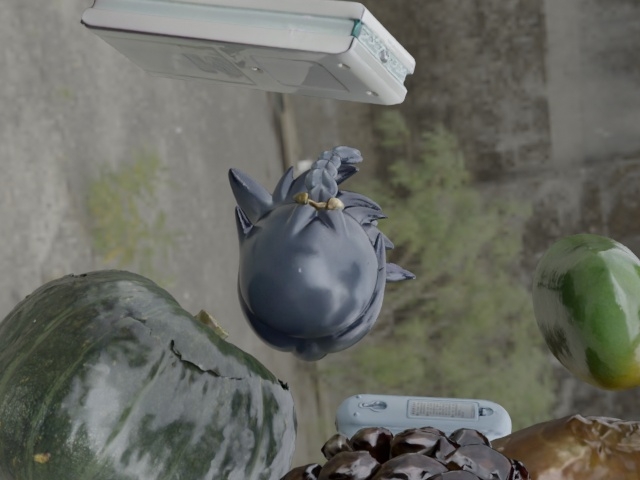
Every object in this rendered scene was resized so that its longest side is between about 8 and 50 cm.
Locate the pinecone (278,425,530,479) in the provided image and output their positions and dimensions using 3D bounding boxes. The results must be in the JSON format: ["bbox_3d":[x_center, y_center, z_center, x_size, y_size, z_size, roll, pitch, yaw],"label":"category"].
[{"bbox_3d":[0.076,0.291,1.106,0.242,0.298,0.296,42,22,-56],"label":"pinecone"}]

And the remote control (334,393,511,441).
[{"bbox_3d":[0.141,0.249,1.889,0.087,0.244,0.047,-80,171,-58],"label":"remote control"}]

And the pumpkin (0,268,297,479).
[{"bbox_3d":[-0.186,0.181,1.393,0.327,0.257,0.291,39,-9,-30],"label":"pumpkin"}]

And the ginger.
[{"bbox_3d":[0.250,0.262,1.372,0.172,0.321,0.165,89,-15,-49],"label":"ginger"}]

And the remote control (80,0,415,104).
[{"bbox_3d":[-0.064,-0.171,1.159,0.103,0.277,0.055,34,70,-56],"label":"remote control"}]

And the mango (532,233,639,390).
[{"bbox_3d":[0.269,0.065,1.274,0.251,0.114,0.156,107,-35,-84],"label":"mango"}]

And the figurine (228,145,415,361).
[{"bbox_3d":[-0.009,0.008,1.518,0.197,0.175,0.265,57,16,-45],"label":"figurine"}]
